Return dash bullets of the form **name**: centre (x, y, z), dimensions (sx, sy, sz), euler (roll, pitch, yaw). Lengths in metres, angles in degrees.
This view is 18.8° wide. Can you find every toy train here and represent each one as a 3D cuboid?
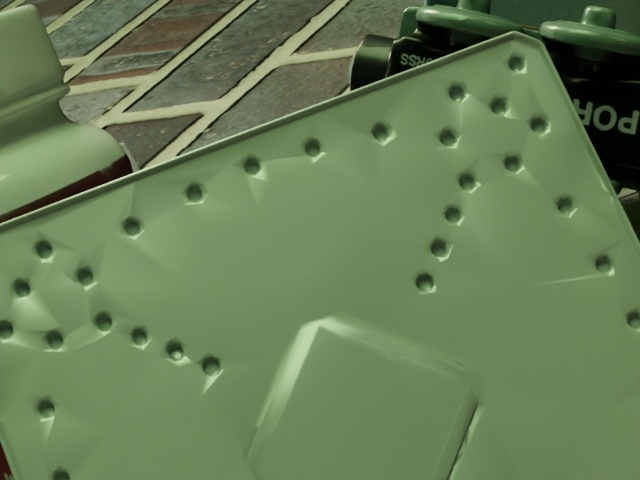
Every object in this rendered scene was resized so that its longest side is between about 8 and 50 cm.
- **toy train**: centre (0.191, -0.093, 1.358), dimensions (0.334, 0.142, 0.190), euler (11, 9, 15)

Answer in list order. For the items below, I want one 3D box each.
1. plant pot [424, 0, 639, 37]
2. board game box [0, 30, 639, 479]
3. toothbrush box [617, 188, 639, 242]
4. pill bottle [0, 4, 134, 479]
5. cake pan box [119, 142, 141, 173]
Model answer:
- **plant pot**: centre (0.240, -0.212, 1.861), dimensions (0.252, 0.247, 0.248), euler (-1, 21, -5)
- **board game box**: centre (0.024, 0.115, 1.128), dimensions (0.390, 0.390, 0.050), euler (-21, -16, -7)
- **toothbrush box**: centre (0.166, 0.080, 1.371), dimensions (0.283, 0.122, 0.206), euler (-22, 22, -4)
- **pill bottle**: centre (-0.202, 0.056, 1.297), dimensions (0.224, 0.392, 0.224), euler (-22, 7, 3)
- **cake pan box**: centre (-0.315, 0.016, 1.754), dimensions (0.267, 0.070, 0.246), euler (-35, -10, 29)
